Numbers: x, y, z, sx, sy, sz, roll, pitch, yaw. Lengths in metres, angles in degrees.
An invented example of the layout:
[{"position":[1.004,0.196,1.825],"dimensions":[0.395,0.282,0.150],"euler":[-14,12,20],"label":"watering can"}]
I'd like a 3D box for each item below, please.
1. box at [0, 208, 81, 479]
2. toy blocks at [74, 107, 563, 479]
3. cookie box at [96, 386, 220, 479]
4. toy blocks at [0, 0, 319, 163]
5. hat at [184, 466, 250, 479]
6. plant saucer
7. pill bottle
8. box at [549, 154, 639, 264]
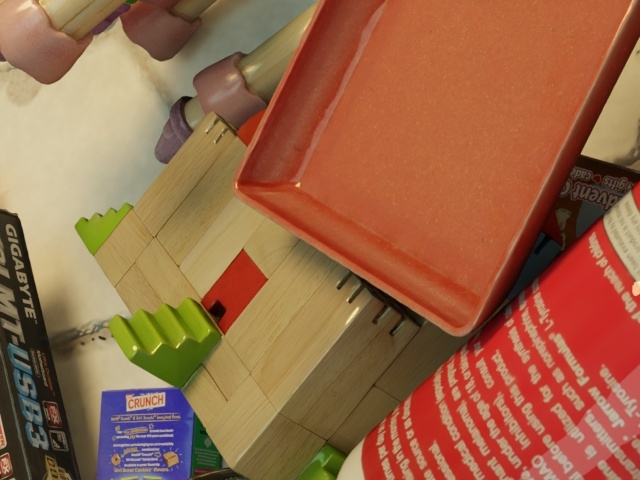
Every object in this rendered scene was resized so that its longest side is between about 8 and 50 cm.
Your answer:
[{"position":[-0.334,0.161,1.511],"dimensions":[0.293,0.073,0.295],"euler":[-27,68,24],"label":"box"},{"position":[0.000,0.000,1.319],"dimensions":[0.261,0.191,0.381],"euler":[-51,37,7],"label":"toy blocks"},{"position":[-0.123,0.167,1.452],"dimensions":[0.092,0.040,0.107],"euler":[-5,77,31],"label":"cookie box"},{"position":[-0.186,-0.214,1.443],"dimensions":[0.260,0.288,0.309],"euler":[-35,63,27],"label":"toy blocks"},{"position":[-0.065,0.278,1.272],"dimensions":[0.331,0.134,0.331],"euler":[-8,58,13],"label":"hat"},{"position":[0.081,-0.096,1.146],"dimensions":[0.259,0.048,0.258],"euler":[32,97,49],"label":"plant saucer"},{"position":[0.157,0.144,1.085],"dimensions":[0.408,0.229,0.229],"euler":[-44,59,15],"label":"pill bottle"},{"position":[0.220,0.064,1.240],"dimensions":[0.293,0.057,0.201],"euler":[19,90,35],"label":"box"}]
